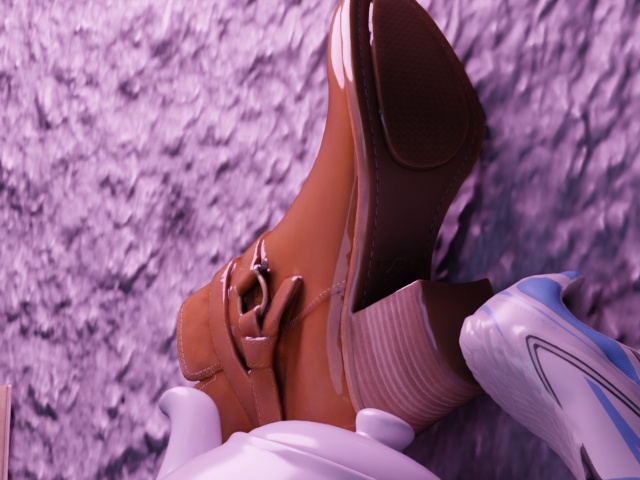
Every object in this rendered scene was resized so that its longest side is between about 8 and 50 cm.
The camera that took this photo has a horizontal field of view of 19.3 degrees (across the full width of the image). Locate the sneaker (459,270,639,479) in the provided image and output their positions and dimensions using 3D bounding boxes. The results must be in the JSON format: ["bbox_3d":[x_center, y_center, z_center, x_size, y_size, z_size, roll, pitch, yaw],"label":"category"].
[{"bbox_3d":[0.163,0.107,0.952,0.086,0.085,0.237,-32,59,-9],"label":"sneaker"}]

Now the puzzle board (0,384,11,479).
[{"bbox_3d":[-0.264,0.178,1.420,0.096,0.011,0.128,-14,69,44],"label":"puzzle board"}]

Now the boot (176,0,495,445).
[{"bbox_3d":[0.000,0.000,1.143,0.220,0.109,0.283,-29,67,43],"label":"boot"}]

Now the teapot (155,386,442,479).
[{"bbox_3d":[0.007,0.180,0.991,0.252,0.256,0.187,118,177,-79],"label":"teapot"}]
